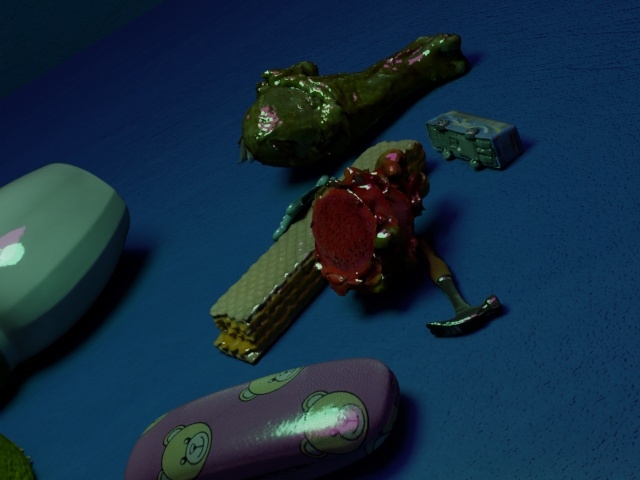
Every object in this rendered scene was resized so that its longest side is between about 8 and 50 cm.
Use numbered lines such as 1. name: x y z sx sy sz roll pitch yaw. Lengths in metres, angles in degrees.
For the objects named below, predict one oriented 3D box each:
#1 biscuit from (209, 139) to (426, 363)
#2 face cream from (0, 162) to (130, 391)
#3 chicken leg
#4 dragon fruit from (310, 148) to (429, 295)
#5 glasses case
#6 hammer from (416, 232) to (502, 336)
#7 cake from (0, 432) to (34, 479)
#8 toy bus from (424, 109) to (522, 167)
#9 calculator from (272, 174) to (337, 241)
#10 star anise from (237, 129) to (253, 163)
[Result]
1. biscuit: 0.000 0.000 1.262 0.378 0.054 0.094 -46 30 -23
2. face cream: -0.472 0.053 1.494 0.313 0.219 0.357 0 43 46
3. chicken leg: 0.034 -0.226 1.515 0.361 0.140 0.211 -32 47 -19
4. dragon fruit: 0.062 -0.029 1.145 0.133 0.150 0.207 -1 47 35
5. glasses case: -0.066 0.198 0.990 0.316 0.075 0.123 -19 30 24
6. hammer: 0.134 0.044 1.087 0.078 0.021 0.201 -31 27 4
7. cake: -0.465 0.291 1.191 0.261 0.156 0.179 7 54 48
8. toy bus: 0.199 -0.134 1.278 0.061 0.051 0.153 -28 25 -16
9. calculator: -0.018 -0.048 1.335 0.141 0.019 0.094 -39 -17 -53
10. star anise: -0.103 -0.177 1.655 0.124 0.056 0.129 -53 28 17
